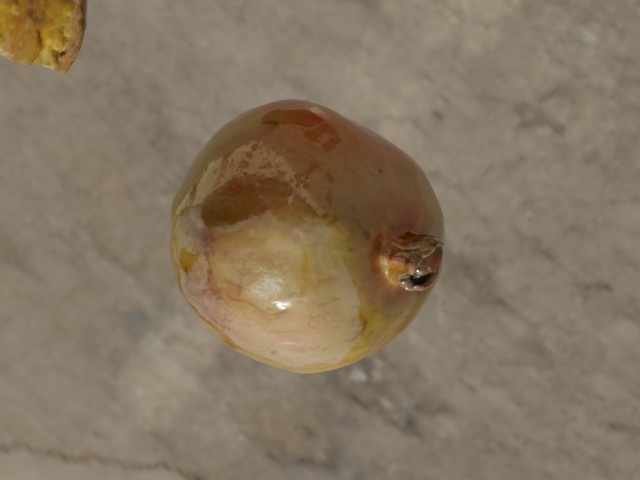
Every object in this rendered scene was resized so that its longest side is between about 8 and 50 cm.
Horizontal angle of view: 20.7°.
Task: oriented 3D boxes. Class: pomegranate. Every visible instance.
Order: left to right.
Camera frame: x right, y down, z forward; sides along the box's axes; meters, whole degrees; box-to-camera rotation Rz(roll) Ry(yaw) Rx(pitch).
[{"bbox_3d":[0.000,0.000,1.585,0.270,0.229,0.252,12,146,34],"label":"pomegranate"}]

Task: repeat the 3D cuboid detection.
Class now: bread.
[{"bbox_3d":[-0.257,-0.233,1.234,0.260,0.129,0.134,34,109,22],"label":"bread"}]
